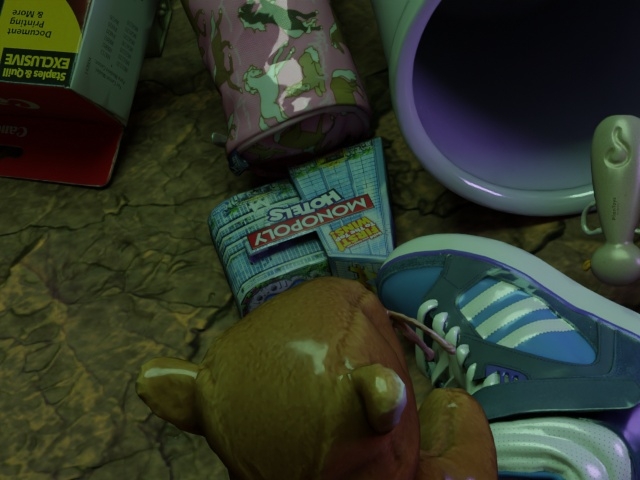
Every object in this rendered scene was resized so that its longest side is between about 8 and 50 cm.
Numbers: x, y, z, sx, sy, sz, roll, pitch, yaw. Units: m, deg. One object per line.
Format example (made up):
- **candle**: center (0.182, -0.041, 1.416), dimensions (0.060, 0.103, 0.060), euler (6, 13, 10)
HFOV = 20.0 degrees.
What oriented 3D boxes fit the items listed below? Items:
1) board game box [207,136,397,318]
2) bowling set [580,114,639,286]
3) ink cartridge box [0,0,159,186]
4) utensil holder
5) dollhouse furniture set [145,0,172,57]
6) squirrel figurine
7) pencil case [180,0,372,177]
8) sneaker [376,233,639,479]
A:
- **board game box**: center (0.000, 0.000, 1.755), dimensions (0.194, 0.060, 0.194), euler (-18, 38, -6)
- **bowling set**: center (0.395, -0.026, 1.627), dimensions (0.287, 0.200, 0.154), euler (-2, 79, 27)
- **ink cartridge box**: center (-0.352, -0.215, 1.976), dimensions (0.310, 0.130, 0.271), euler (6, 76, 26)
- **utensil holder**: center (0.205, -0.260, 1.813), dimensions (0.328, 0.327, 0.385), euler (-13, 35, 1)
- **dollhouse furniture set**: center (-0.121, -0.315, 2.099), dimensions (0.242, 0.161, 0.212), euler (-6, 39, 10)
- **squirrel figurine**: center (0.002, 0.232, 1.217), dimensions (0.281, 0.370, 0.397), euler (7, 43, 24)
- **pencil case**: center (-0.080, -0.254, 1.874), dimensions (0.167, 0.160, 0.386), euler (-21, 74, 6)
- **sneaker**: center (0.130, 0.127, 1.500), dimensions (0.323, 0.130, 0.236), euler (23, 46, 30)
